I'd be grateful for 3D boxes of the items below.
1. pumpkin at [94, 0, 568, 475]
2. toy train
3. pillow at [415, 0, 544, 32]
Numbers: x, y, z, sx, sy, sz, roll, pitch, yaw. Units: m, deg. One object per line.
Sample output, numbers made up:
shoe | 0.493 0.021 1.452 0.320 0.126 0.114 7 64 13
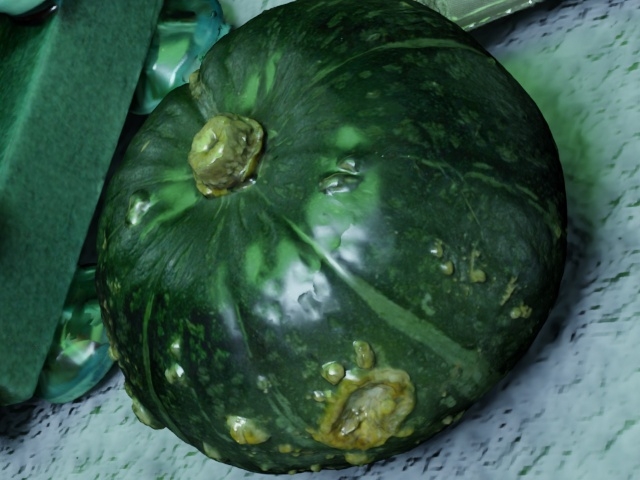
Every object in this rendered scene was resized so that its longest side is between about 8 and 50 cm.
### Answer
pumpkin | 0.001 -0.001 0.733 0.190 0.146 0.190 -11 74 44
toy train | -0.165 -0.036 0.936 0.194 0.120 0.298 -13 52 43
pillow | 0.113 -0.147 0.828 0.232 0.038 0.131 -12 48 31
